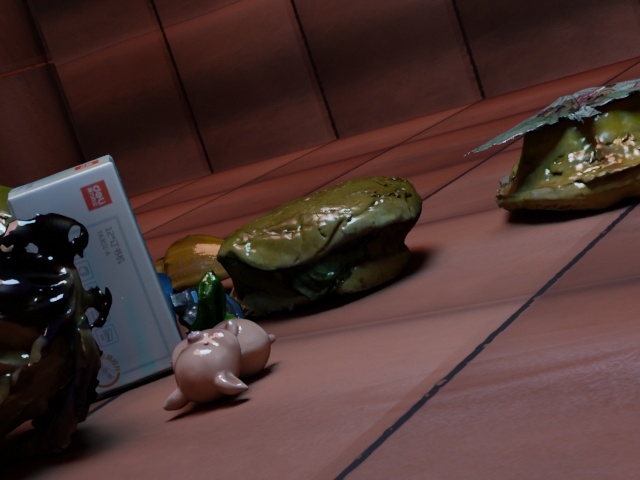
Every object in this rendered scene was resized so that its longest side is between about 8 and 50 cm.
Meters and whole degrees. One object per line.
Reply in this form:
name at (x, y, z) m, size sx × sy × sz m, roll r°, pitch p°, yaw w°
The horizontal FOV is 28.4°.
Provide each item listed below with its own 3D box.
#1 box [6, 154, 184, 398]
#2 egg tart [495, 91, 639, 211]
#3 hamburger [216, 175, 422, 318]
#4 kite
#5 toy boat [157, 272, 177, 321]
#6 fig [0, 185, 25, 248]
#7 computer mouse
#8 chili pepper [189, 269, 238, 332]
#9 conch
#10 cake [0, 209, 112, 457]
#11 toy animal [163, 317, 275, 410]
box at (-0.263, 0.046, 1.502) m, size 0.135 × 0.269 × 0.079 m, roll -21°, pitch 13°, yaw -5°
egg tart at (0.380, -0.129, 1.697) m, size 0.341 × 0.129 × 0.341 m, roll -20°, pitch 10°, yaw 4°
hamburger at (-0.001, 0.001, 1.665) m, size 0.284 × 0.134 × 0.265 m, roll -14°, pitch 12°, yaw 14°
kite at (0.336, -0.176, 1.636) m, size 0.322 × 0.013 × 0.268 m, roll -21°, pitch 10°, yaw 12°
toy boat at (-0.241, 0.088, 1.774) m, size 0.061 × 0.096 × 0.299 m, roll -9°, pitch 4°, yaw -11°
fig at (-0.423, 0.063, 1.701) m, size 0.316 × 0.316 × 0.316 m, roll -18°, pitch 9°, yaw 3°
computer mouse at (-0.144, 0.096, 1.570) m, size 0.047 × 0.079 × 0.135 m, roll -47°, pitch -22°, yaw 17°
chili pepper at (-0.123, 0.096, 1.442) m, size 0.073 × 0.050 × 0.182 m, roll -55°, pitch -11°, yaw -16°
conch at (-0.163, 0.025, 1.892) m, size 0.330 × 0.093 × 0.109 m, roll -25°, pitch -5°, yaw 34°
cake at (-0.365, 0.073, 1.329) m, size 0.321 × 0.333 × 0.332 m, roll -1°, pitch 12°, yaw 9°
toy animal at (-0.101, 0.125, 1.334) m, size 0.150 × 0.089 × 0.083 m, roll -35°, pitch -12°, yaw -51°
